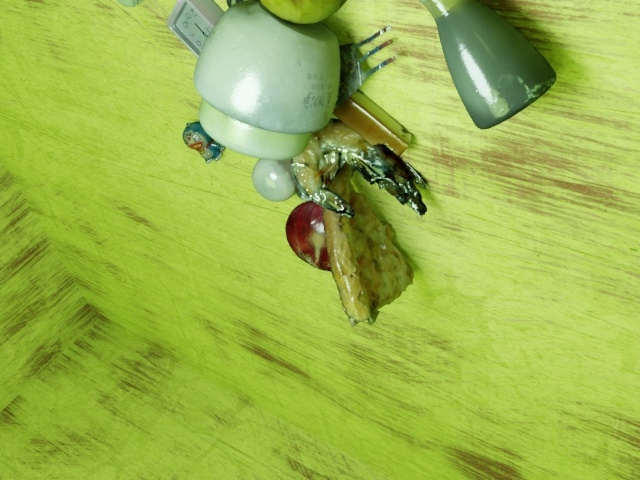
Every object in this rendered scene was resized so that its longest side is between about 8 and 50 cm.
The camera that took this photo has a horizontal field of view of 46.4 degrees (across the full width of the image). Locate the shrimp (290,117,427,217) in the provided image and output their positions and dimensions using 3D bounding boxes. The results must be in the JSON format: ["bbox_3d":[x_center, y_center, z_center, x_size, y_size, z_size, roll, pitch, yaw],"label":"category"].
[{"bbox_3d":[0.088,-0.147,1.831,0.365,0.233,0.071,39,168,4],"label":"shrimp"}]

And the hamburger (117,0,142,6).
[{"bbox_3d":[-0.528,-0.675,2.026,0.121,0.054,0.084,30,151,24],"label":"hamburger"}]

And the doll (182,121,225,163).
[{"bbox_3d":[-0.362,-0.302,2.270,0.114,0.085,0.152,-11,134,26],"label":"doll"}]

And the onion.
[{"bbox_3d":[0.003,-0.009,2.168,0.248,0.161,0.247,16,119,32],"label":"onion"}]

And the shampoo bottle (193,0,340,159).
[{"bbox_3d":[-0.116,-0.365,1.672,0.323,0.322,0.317,29,117,21],"label":"shampoo bottle"}]

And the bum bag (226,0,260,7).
[{"bbox_3d":[-0.157,-0.512,1.805,0.123,0.060,0.248,15,142,31],"label":"bum bag"}]

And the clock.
[{"bbox_3d":[-0.293,-0.536,1.923,0.197,0.063,0.150,46,148,-7],"label":"clock"}]

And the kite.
[{"bbox_3d":[0.081,-0.398,1.680,0.245,0.015,0.141,-19,87,50],"label":"kite"}]

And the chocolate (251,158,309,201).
[{"bbox_3d":[-0.114,-0.176,2.089,0.221,0.147,0.221,26,148,18],"label":"chocolate"}]

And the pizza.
[{"bbox_3d":[0.109,0.042,1.904,0.080,0.391,0.435,-23,118,30],"label":"pizza"}]

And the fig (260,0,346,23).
[{"bbox_3d":[-0.038,-0.549,1.482,0.239,0.239,0.271,43,166,-1],"label":"fig"}]

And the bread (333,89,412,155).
[{"bbox_3d":[0.117,-0.286,1.790,0.226,0.049,0.088,41,147,2],"label":"bread"}]

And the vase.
[{"bbox_3d":[0.285,-0.383,1.396,0.321,0.173,0.173,54,147,-7],"label":"vase"}]
